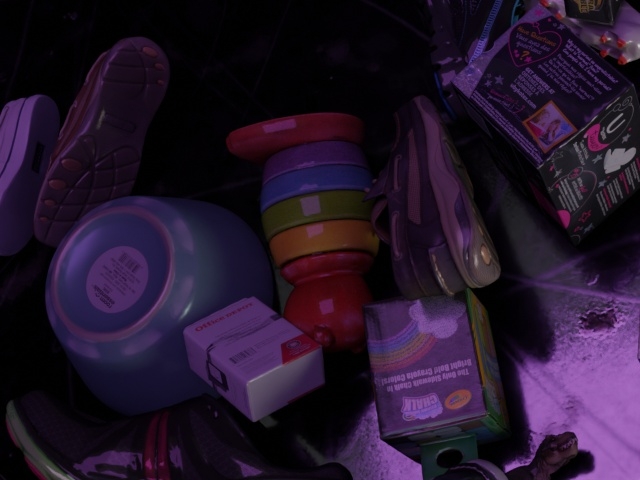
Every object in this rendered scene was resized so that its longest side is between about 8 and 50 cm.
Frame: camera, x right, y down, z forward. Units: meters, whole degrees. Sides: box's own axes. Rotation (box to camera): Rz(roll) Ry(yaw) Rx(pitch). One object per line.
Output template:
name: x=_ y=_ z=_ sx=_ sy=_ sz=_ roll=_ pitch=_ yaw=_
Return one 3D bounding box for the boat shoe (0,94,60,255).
boat shoe: x=-0.454 y=-0.094 z=1.841 sx=0.084 sy=0.095 sz=0.258 roll=-2 pitch=59 yaw=26

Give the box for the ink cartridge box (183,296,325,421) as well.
ink cartridge box: x=-0.082 y=0.141 z=1.527 sx=0.109 sy=0.063 sz=0.150 roll=-25 pitch=35 yaw=-27

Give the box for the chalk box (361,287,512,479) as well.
chalk box: x=0.140 y=0.177 z=1.465 sx=0.132 sy=0.132 sz=0.213 roll=-14 pitch=67 yaw=16

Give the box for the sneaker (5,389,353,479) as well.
sneaker: x=-0.171 y=0.282 z=1.547 sx=0.482 sy=0.185 sz=0.202 roll=18 pitch=65 yaw=20

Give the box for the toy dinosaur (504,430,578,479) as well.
toy dinosaur: x=0.205 y=0.328 z=1.424 sx=0.268 sy=0.064 sz=0.118 roll=-38 pitch=58 yaw=10

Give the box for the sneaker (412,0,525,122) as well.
sneaker: x=0.191 y=-0.322 z=1.652 sx=0.139 sy=0.125 sz=0.341 roll=-16 pitch=74 yaw=6

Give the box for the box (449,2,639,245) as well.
box: x=0.277 y=-0.132 z=1.458 sx=0.142 sy=0.247 sz=0.163 roll=-41 pitch=61 yaw=1

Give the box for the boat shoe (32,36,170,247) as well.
boat shoe: x=-0.317 y=-0.140 z=1.794 sx=0.324 sy=0.123 sz=0.116 roll=-61 pitch=28 yaw=2

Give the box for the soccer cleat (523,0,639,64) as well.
soccer cleat: x=0.341 y=-0.286 z=1.603 sx=0.196 sy=0.068 sz=0.076 roll=34 pitch=63 yaw=32

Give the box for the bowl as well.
bowl: x=-0.234 y=0.064 z=1.642 sx=0.311 sy=0.163 sz=0.312 roll=-8 pitch=67 yaw=19

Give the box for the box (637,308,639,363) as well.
box: x=0.410 y=0.091 z=1.446 sx=0.081 sy=0.028 sz=0.136 roll=1 pitch=73 yaw=22

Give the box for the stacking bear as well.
stacking bear: x=0.000 y=0.000 z=1.582 sx=0.164 sy=0.175 sz=0.289 roll=-15 pitch=75 yaw=24

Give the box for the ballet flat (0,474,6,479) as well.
ballet flat: x=-0.451 y=0.366 z=1.646 sx=0.400 sy=0.139 sz=0.139 roll=24 pitch=81 yaw=27

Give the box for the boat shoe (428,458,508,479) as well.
boat shoe: x=0.102 y=0.372 z=1.380 sx=0.114 sy=0.091 sz=0.303 roll=30 pitch=105 yaw=32

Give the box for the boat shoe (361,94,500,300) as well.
boat shoe: x=0.112 y=-0.058 z=1.500 sx=0.130 sy=0.132 sz=0.355 roll=-23 pitch=31 yaw=9

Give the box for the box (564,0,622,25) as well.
box: x=0.356 y=-0.463 z=1.493 sx=0.073 sy=0.295 sz=0.293 roll=13 pitch=61 yaw=27
